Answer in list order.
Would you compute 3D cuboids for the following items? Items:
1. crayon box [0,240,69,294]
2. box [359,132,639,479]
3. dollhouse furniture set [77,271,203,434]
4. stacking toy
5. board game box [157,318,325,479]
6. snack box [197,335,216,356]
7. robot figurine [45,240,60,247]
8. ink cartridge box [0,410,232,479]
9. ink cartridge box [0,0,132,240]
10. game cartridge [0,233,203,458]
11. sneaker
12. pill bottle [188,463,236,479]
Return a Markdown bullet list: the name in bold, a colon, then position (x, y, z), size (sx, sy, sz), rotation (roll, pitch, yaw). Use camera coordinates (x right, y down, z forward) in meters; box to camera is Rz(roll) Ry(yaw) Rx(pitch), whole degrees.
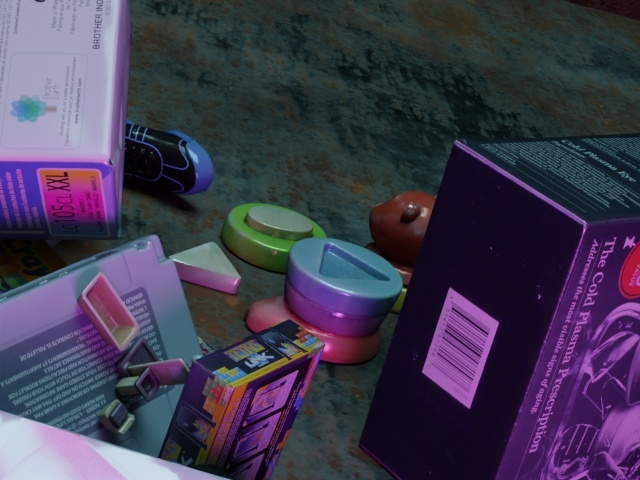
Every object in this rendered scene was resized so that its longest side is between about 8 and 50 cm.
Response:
- **crayon box**: position (-0.329, 0.075, 1.453), size (0.318, 0.081, 0.202), rotation (-12, 36, -35)
- **box**: position (0.247, 0.082, 1.548), size (0.312, 0.343, 0.179), rotation (-7, 32, -41)
- **dollhouse furniture set**: position (-0.157, 0.089, 1.310), size (0.081, 0.114, 0.091), rotation (-10, 32, 39)
- **stacking toy**: position (0.000, 0.000, 1.822), size (0.279, 0.130, 0.309), rotation (25, 25, 16)
- **board game box**: position (-0.077, 0.163, 1.370), size (0.048, 0.170, 0.141), rotation (34, 28, 24)
- **snack box**: position (-0.186, 0.113, 1.565), size (0.141, 0.037, 0.100), rotation (-10, 34, -42)
- **robot figurine**: position (-0.375, -0.102, 1.704), size (0.300, 0.199, 0.353), rotation (1, 29, -36)
- **ink cartridge box**: position (-0.209, 0.269, 1.044), size (0.330, 0.071, 0.324), rotation (17, 47, -2)
- **ink cartridge box**: position (-0.383, -0.145, 1.493), size (0.395, 0.151, 0.270), rotation (2, 57, -4)
- **game cartridge**: position (-0.213, 0.127, 1.339), size (0.060, 0.196, 0.294), rotation (-15, 7, 40)
- **sneaker**: position (-0.244, -0.109, 1.965), size (0.232, 0.081, 0.090), rotation (23, 27, 30)
- **pill bottle**: position (-0.045, 0.272, 1.218), size (0.123, 0.122, 0.219), rotation (-6, 34, -42)
